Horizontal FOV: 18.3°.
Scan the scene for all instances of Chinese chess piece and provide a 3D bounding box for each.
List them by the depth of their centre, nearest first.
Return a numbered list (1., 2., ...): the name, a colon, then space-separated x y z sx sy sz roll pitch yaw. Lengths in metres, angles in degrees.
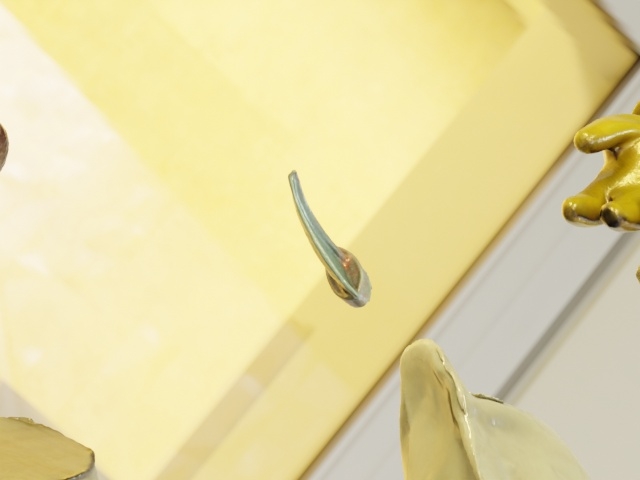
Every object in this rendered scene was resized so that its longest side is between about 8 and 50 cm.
1. Chinese chess piece: -0.341 0.241 1.912 0.257 0.104 0.257 10 10 -2

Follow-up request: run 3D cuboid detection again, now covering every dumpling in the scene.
1. dumpling: 0.172 0.260 1.758 0.260 0.181 0.341 -124 -148 -75

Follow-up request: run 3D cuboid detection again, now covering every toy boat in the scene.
1. toy boat: 0.000 0.000 1.736 0.122 0.034 0.096 55 5 -32

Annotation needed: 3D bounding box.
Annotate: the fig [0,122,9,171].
1. fig: -0.399 -0.052 1.969 0.146 0.201 0.134 12 -14 31

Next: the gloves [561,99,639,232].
1. gloves: 0.306 -0.057 1.784 0.133 0.294 0.116 1 -72 21

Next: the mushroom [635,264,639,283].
1. mushroom: 0.352 0.092 1.835 0.059 0.054 0.202 -22 -74 40
